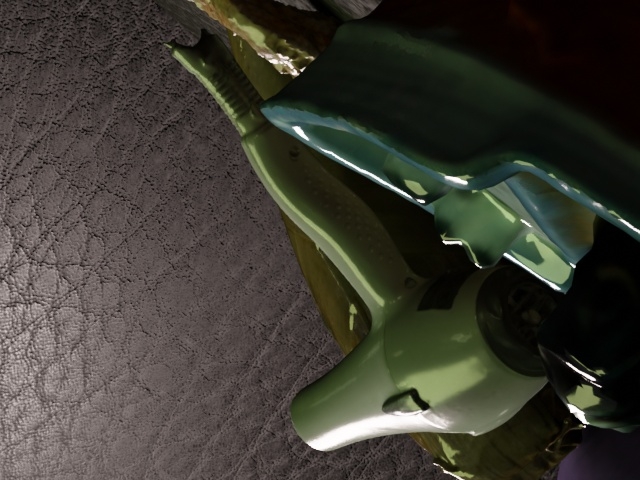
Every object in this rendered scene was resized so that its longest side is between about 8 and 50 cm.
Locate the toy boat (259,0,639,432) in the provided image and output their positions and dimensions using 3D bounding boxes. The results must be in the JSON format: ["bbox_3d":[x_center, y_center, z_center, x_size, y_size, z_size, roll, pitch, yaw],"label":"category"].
[{"bbox_3d":[0.110,0.040,0.347,0.332,0.133,0.145,41,-178,25],"label":"toy boat"}]

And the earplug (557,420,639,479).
[{"bbox_3d":[0.239,0.185,0.801,0.215,0.215,0.456,40,-176,-2],"label":"earplug"}]

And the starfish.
[{"bbox_3d":[0.050,-0.062,0.685,0.302,0.060,0.299,32,-171,-32],"label":"starfish"}]

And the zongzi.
[{"bbox_3d":[0.042,0.000,0.890,0.300,0.145,0.274,49,-169,-48],"label":"zongzi"}]

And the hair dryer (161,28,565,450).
[{"bbox_3d":[0.000,0.028,0.816,0.267,0.092,0.229,40,143,11],"label":"hair dryer"}]
